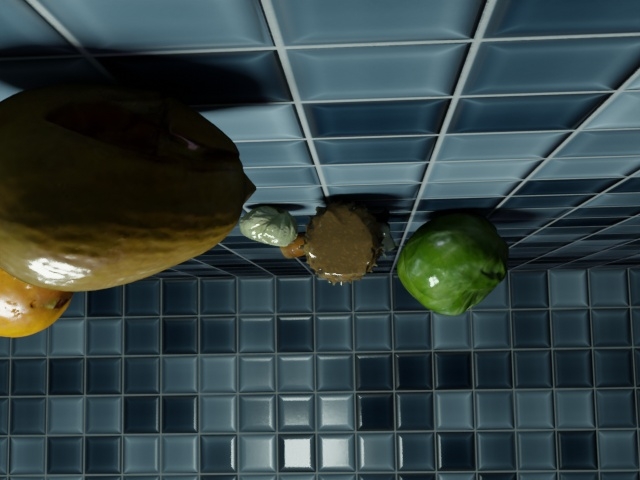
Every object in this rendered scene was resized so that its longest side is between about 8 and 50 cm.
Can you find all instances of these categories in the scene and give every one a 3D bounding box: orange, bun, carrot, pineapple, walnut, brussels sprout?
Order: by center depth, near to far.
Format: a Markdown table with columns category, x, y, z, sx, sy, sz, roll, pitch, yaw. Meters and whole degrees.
| category | x | y | z | sx | sy | sz | roll | pitch | yaw |
| --- | --- | --- | --- | --- | --- | --- | --- | --- | --- |
| walnut | -0.199 | -0.053 | 0.800 | 0.297 | 0.203 | 0.203 | -1 | 175 | -36 |
| orange | -0.555 | 0.052 | 1.465 | 0.246 | 0.246 | 0.246 | -1 | 174 | 0 |
| bun | -0.096 | -0.033 | 1.556 | 0.115 | 0.069 | 0.115 | 15 | -173 | -2 |
| pineapple | 0.069 | -0.005 | 1.592 | 0.165 | 0.166 | 0.364 | -3 | -178 | 13 |
| brussels sprout | 0.278 | 0.044 | 1.692 | 0.243 | 0.244 | 0.244 | -1 | 174 | 0 |
| carrot | 0.000 | 0.000 | 1.958 | 0.209 | 0.061 | 0.061 | -10 | 169 | 36 |

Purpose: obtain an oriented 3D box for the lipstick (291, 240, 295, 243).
| category | x | y | z | sx | sy | sz | roll | pitch | yaw |
| --- | --- | --- | --- | --- | --- | --- | --- | --- | --- |
| lipstick | -0.095 | -0.019 | 1.786 | 0.045 | 0.045 | 0.145 | -4 | 174 | 13 |
